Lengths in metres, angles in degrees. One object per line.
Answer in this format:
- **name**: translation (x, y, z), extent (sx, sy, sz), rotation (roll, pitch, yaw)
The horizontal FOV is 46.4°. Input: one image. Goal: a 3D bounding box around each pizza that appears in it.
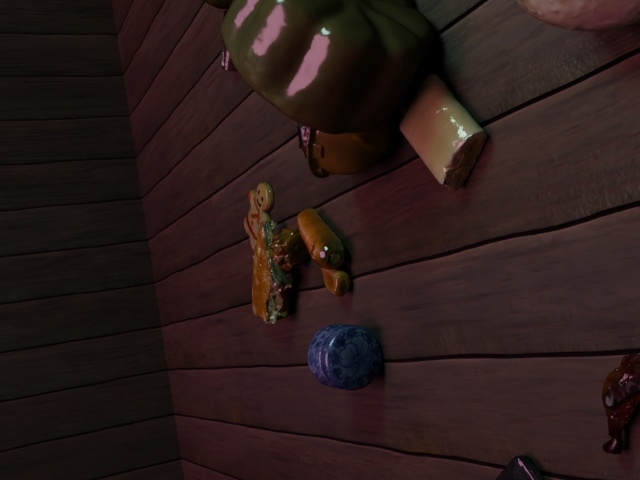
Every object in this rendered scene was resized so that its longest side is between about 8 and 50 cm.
- **pizza**: translation (-0.132, 0.113, 2.088), extent (0.223, 0.089, 0.324), rotation (-124, 35, -52)

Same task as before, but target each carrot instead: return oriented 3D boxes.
- **carrot**: translation (0.000, 0.000, 1.812), extent (0.193, 0.087, 0.087), rotation (-126, 38, -53)

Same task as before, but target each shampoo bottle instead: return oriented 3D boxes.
- **shampoo bottle**: translation (-0.250, -0.615, 2.170), extent (0.068, 0.067, 0.236), rotation (36, 127, 43)

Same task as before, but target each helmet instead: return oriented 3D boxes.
- **helmet**: translation (0.073, -0.214, 1.541), extent (0.257, 0.140, 0.205), rotation (41, -114, -71)

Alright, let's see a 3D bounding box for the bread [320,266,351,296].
- **bread**: translation (0.036, 0.093, 1.794), extent (0.103, 0.049, 0.062), rotation (33, 120, 60)

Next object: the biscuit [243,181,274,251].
- **biscuit**: translation (-0.184, -0.079, 2.208), extent (0.153, 0.030, 0.234), rotation (64, 148, 30)

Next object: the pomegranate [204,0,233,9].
- **pomegranate**: translation (-0.176, -0.718, 1.844), extent (0.358, 0.216, 0.310), rotation (-32, 31, 25)

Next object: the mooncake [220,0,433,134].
- **mooncake**: translation (0.020, -0.386, 1.373), extent (0.201, 0.378, 0.378), rotation (-52, 50, 40)

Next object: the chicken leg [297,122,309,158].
- **chicken leg**: translation (0.004, -0.324, 1.739), extent (0.177, 0.083, 0.323), rotation (20, 116, 51)

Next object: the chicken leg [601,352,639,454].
- **chicken leg**: translation (0.436, 0.215, 1.041), extent (0.219, 0.048, 0.089), rotation (111, 145, -43)

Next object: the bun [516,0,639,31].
- **bun**: translation (0.330, -0.444, 0.909), extent (0.361, 0.213, 0.361), rotation (22, 116, 57)

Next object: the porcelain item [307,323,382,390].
- **porcelain item**: translation (0.056, 0.263, 1.688), extent (0.114, 0.147, 0.147), rotation (-7, 90, 64)

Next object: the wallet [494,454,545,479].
- **wallet**: translation (0.373, 0.491, 1.240), extent (0.250, 0.044, 0.149), rotation (58, 140, 40)

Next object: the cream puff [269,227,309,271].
- **cream puff**: translation (-0.083, 0.022, 1.958), extent (0.094, 0.122, 0.116), rotation (11, 67, 54)

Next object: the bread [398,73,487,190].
- **bread**: translation (0.217, -0.197, 1.355), extent (0.178, 0.060, 0.139), rotation (60, 145, 37)
